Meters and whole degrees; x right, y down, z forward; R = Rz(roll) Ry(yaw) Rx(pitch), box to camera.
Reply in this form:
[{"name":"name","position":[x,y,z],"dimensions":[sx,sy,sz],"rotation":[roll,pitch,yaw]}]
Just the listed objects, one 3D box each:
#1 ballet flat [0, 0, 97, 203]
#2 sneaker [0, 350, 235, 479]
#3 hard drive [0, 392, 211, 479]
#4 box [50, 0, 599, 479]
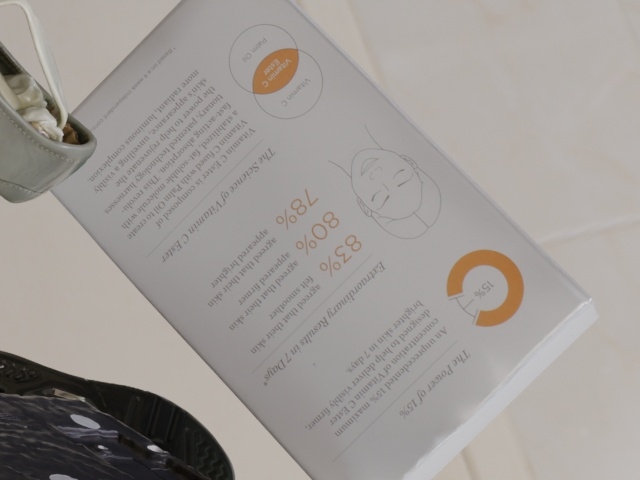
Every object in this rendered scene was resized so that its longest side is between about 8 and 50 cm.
[{"name":"ballet flat","position":[-0.177,-0.114,0.724],"dimensions":[0.068,0.213,0.072],"rotation":[-27,-156,12]},{"name":"sneaker","position":[-0.174,0.161,1.181],"dimensions":[0.227,0.087,0.130],"rotation":[18,155,1]},{"name":"hard drive","position":[-0.088,0.156,0.685],"dimensions":[0.339,0.064,0.237],"rotation":[24,-174,36]},{"name":"box","position":[0.000,0.000,1.099],"dimensions":[0.215,0.345,0.168],"rotation":[-44,167,5]}]
